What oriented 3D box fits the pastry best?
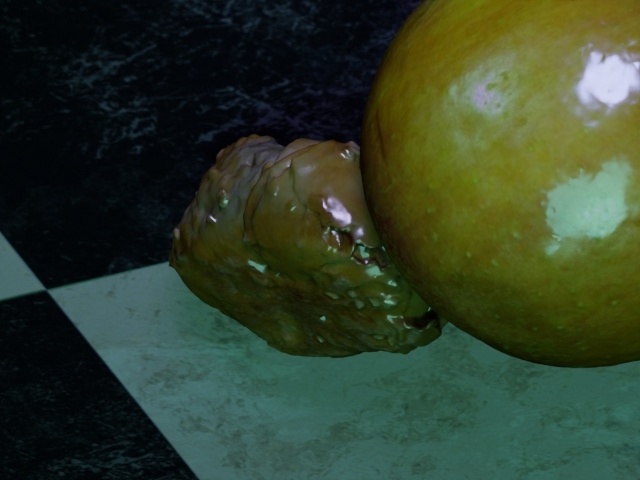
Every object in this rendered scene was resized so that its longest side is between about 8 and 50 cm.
[{"bbox_3d":[0.000,0.000,1.226,0.311,0.162,0.255,-3,137,45],"label":"pastry"}]

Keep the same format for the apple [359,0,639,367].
[{"bbox_3d":[0.230,-0.085,1.032,0.384,0.374,0.374,5,146,-44],"label":"apple"}]
